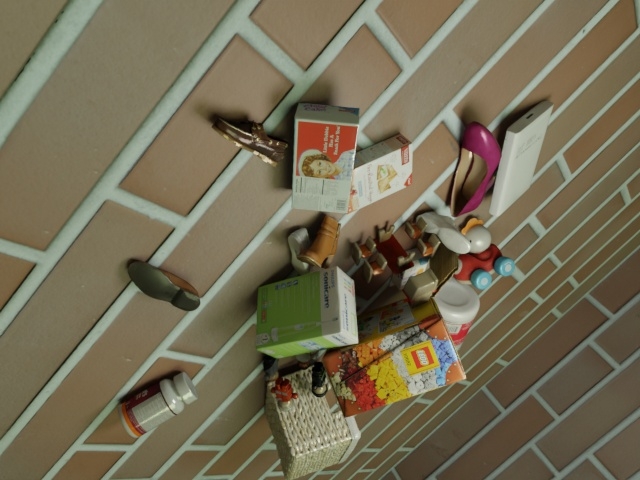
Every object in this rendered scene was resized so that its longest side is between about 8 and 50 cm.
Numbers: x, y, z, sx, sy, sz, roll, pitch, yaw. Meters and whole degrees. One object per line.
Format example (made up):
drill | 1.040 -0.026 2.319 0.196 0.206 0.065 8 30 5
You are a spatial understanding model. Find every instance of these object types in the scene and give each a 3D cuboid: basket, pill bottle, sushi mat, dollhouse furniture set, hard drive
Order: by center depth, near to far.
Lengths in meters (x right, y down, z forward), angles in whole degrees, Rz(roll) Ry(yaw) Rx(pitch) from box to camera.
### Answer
pill bottle | -0.515 0.520 1.545 0.221 0.121 0.121 -29 139 -10
dollhouse furniture set | 0.266 0.081 1.588 0.262 0.259 0.135 -21 148 -17
hard drive | 0.690 -0.277 1.676 0.233 0.047 0.352 -37 142 -26
sushi mat | 0.430 0.064 1.693 0.019 0.316 0.151 31 121 -4
basket | -0.048 0.703 1.884 0.267 0.328 0.331 -13 144 -19
pill bottle | 0.503 0.366 2.052 0.229 0.229 0.407 -14 135 -25

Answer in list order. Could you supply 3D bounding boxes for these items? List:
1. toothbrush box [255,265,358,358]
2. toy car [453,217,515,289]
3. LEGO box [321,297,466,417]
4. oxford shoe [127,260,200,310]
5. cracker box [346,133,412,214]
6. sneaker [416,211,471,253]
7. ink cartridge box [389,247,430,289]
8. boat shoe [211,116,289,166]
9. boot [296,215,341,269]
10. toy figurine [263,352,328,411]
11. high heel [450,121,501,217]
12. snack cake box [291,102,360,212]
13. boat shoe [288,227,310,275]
toothbrush box | -0.044 0.221 1.451 0.284 0.206 0.122 -18 146 24
toy car | 0.585 0.029 1.858 0.211 0.219 0.237 -26 110 -12
LEGO box | 0.241 0.350 1.611 0.373 0.193 0.500 -21 180 10
oxford shoe | -0.414 0.112 1.277 0.076 0.076 0.212 -43 124 10
cracker box | 0.153 -0.191 1.394 0.232 0.067 0.155 -26 139 -14
sneaker | 0.431 -0.040 1.630 0.094 0.212 0.080 -28 143 -33
ink cartridge box | 0.334 0.119 1.823 0.105 0.061 0.181 -14 135 -25
boat shoe | -0.157 -0.242 1.121 0.073 0.073 0.207 -52 145 14
boot | 0.000 0.000 1.413 0.197 0.073 0.152 22 85 -72
toy figurine | -0.094 0.487 1.750 0.213 0.209 0.148 -20 127 -21
high heel | 0.479 -0.213 1.554 0.181 0.127 0.377 -46 144 -6
snack cake box | 0.008 -0.201 1.216 0.152 0.089 0.264 6 131 1
boat shoe | -0.054 0.036 1.469 0.063 0.066 0.184 -40 136 -29
